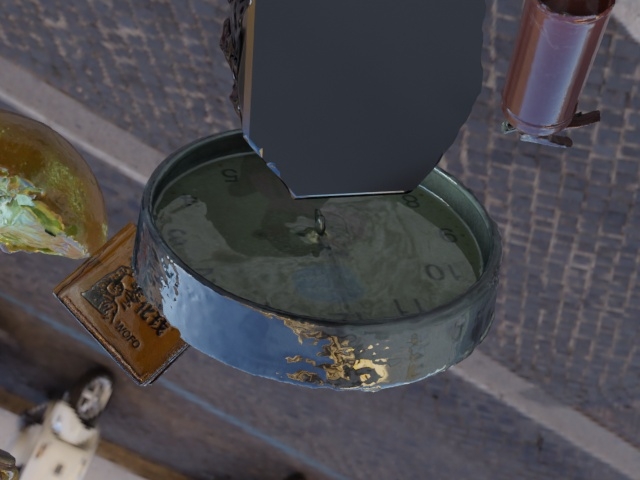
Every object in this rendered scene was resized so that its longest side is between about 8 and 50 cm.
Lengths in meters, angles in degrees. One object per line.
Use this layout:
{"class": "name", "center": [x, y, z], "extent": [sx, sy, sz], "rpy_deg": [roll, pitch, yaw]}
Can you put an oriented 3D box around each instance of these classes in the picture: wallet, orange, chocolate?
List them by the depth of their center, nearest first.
{"class": "chocolate", "center": [0.000, -0.111, 0.576], "extent": [0.156, 0.156, 0.133], "rpy_deg": [39, 176, -30]}
{"class": "wallet", "center": [-0.258, 0.089, 1.467], "extent": [0.195, 0.161, 0.042], "rpy_deg": [47, 170, 1]}
{"class": "orange", "center": [-0.471, -0.087, 1.624], "extent": [0.334, 0.196, 0.262], "rpy_deg": [42, 167, -17]}

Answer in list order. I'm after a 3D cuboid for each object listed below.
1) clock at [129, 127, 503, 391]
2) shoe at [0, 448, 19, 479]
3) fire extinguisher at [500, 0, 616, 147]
{"class": "clock", "center": [0.000, 0.000, 0.774], "extent": [0.280, 0.280, 0.055], "rpy_deg": [16, 124, 8]}
{"class": "shoe", "center": [-0.452, 0.323, 1.422], "extent": [0.072, 0.069, 0.109], "rpy_deg": [29, 172, -36]}
{"class": "fire extinguisher", "center": [0.318, -0.220, 1.346], "extent": [0.147, 0.106, 0.337], "rpy_deg": [-3, 152, -1]}
